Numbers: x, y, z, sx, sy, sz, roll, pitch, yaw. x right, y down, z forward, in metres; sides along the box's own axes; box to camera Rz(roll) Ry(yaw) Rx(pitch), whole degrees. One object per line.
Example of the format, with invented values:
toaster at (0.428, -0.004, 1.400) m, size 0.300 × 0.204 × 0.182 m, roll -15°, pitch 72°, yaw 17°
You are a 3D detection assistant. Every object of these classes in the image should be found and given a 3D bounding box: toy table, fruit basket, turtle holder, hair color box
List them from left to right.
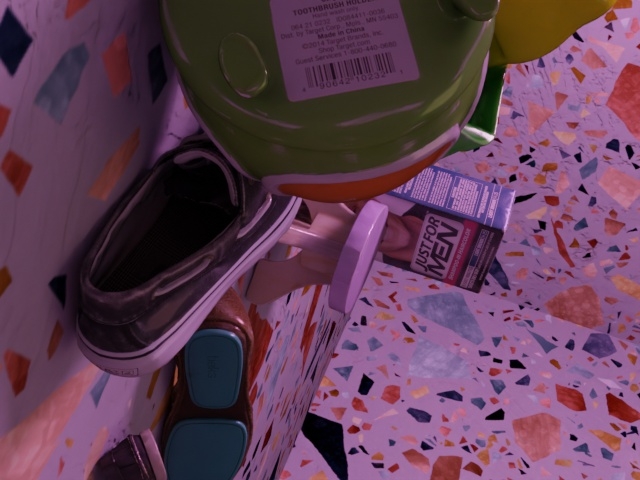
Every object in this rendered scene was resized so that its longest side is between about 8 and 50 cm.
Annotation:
turtle holder at (-0.013, -0.172, 0.654) m, size 0.243 × 0.320 × 0.227 m, roll -38°, pitch 159°, yaw -13°
toy table at (0.000, 0.000, 1.272) m, size 0.274 × 0.161 × 0.252 m, roll 59°, pitch 52°, yaw -79°
hair color box at (0.132, -0.047, 1.411) m, size 0.174 × 0.347 × 0.105 m, roll 99°, pitch 12°, yaw -49°
fruit basket at (0.157, -0.289, 0.993) m, size 0.392 × 0.283 × 0.392 m, roll -53°, pitch -164°, yaw 23°

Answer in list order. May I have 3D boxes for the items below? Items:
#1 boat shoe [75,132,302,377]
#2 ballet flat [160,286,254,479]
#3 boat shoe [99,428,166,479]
boat shoe at (-0.092, -0.033, 0.727) m, size 0.119 × 0.121 × 0.335 m, roll 106°, pitch 9°, yaw -51°
ballet flat at (-0.140, 0.185, 1.052) m, size 0.124 × 0.116 × 0.342 m, roll -92°, pitch -172°, yaw -51°
boat shoe at (-0.211, 0.271, 0.926) m, size 0.065 × 0.075 × 0.206 m, roll -19°, pitch 152°, yaw -22°
